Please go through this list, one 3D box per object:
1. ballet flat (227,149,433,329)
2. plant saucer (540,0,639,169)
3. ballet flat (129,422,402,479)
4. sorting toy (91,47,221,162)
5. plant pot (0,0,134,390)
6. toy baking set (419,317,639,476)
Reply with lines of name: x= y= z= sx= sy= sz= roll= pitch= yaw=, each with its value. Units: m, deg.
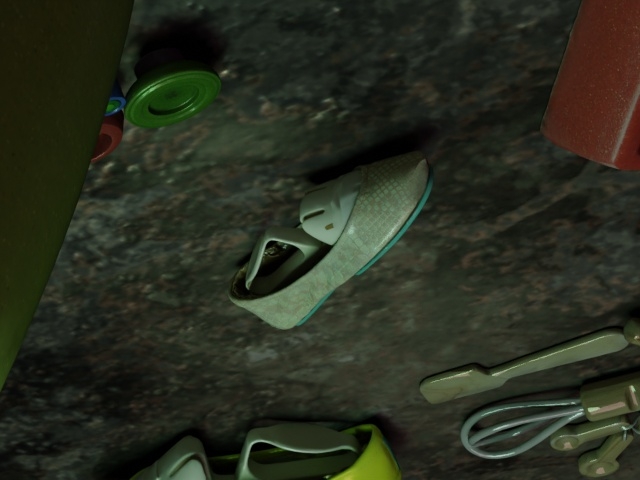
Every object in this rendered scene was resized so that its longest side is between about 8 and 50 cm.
ballet flat: x=0.000 y=0.000 z=1.069 sx=0.052 sy=0.057 sz=0.168 roll=22 pitch=138 yaw=-21
plant saucer: x=0.262 y=-0.113 z=0.949 sx=0.259 sy=0.047 sz=0.258 roll=0 pitch=145 yaw=-8
ballet flat: x=-0.060 y=0.165 z=1.297 sx=0.231 sy=0.077 sz=0.077 roll=-8 pitch=125 yaw=-1
sorting toy: x=-0.104 y=-0.077 z=0.958 sx=0.102 sy=0.042 sz=0.061 roll=-26 pitch=158 yaw=8
plant pot: x=-0.190 y=-0.069 z=0.722 sx=0.275 sy=0.293 sz=0.275 roll=-4 pitch=146 yaw=-3
toy baking set: x=0.204 y=0.112 z=1.285 sx=0.256 sy=0.030 sz=0.197 roll=19 pitch=139 yaw=-32
